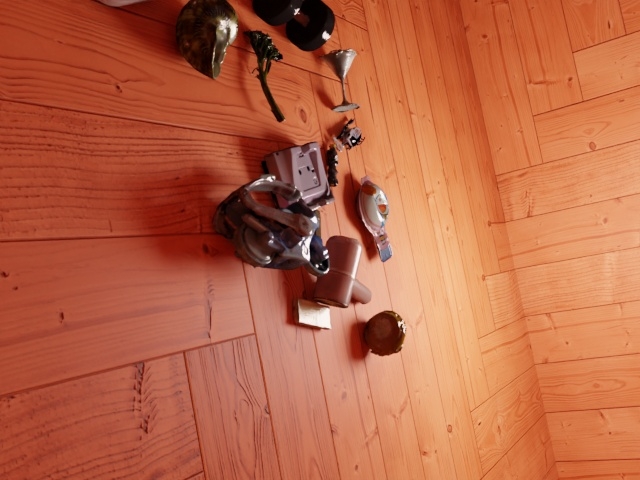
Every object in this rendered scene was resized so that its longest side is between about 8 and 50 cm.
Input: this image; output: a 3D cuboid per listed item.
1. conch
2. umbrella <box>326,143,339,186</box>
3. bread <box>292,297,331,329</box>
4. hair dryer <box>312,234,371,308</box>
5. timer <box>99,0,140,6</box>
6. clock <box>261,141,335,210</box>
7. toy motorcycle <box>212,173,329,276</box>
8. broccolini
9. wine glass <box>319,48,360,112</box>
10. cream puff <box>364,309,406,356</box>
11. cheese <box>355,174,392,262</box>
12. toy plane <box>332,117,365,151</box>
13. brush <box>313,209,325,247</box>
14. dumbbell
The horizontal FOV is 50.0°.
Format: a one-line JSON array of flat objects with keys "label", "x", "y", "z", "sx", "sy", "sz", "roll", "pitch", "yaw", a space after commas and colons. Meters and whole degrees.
[{"label": "conch", "x": -0.271, "y": -0.486, "z": 1.630, "sx": 0.181, "sy": 0.124, "sz": 0.187, "roll": -46, "pitch": 143, "yaw": -65}, {"label": "umbrella", "x": 0.038, "y": -0.232, "z": 2.103, "sx": 0.037, "sy": 0.040, "sz": 0.144, "roll": 24, "pitch": 57, "yaw": -43}, {"label": "bread", "x": -0.023, "y": 0.200, "z": 1.850, "sx": 0.153, "sy": 0.028, "sz": 0.068, "roll": 21, "pitch": 61, "yaw": -53}, {"label": "hair dryer", "x": 0.091, "y": 0.119, "z": 1.999, "sx": 0.344, "sy": 0.106, "sz": 0.189, "roll": 39, "pitch": 61, "yaw": -63}, {"label": "timer", "x": -0.409, "y": -0.628, "z": 1.450, "sx": 0.262, "sy": 0.087, "sz": 0.237, "roll": -35, "pitch": 117, "yaw": -47}, {"label": "clock", "x": -0.052, "y": -0.167, "z": 1.889, "sx": 0.253, "sy": 0.083, "sz": 0.186, "roll": -28, "pitch": 102, "yaw": -58}, {"label": "toy motorcycle", "x": -0.091, "y": -0.042, "z": 1.656, "sx": 0.319, "sy": 0.182, "sz": 0.241, "roll": 13, "pitch": 82, "yaw": -49}, {"label": "broccolini", "x": -0.132, "y": -0.449, "z": 1.888, "sx": 0.123, "sy": 0.062, "sz": 0.271, "roll": -9, "pitch": 80, "yaw": -44}, {"label": "wine glass", "x": 0.068, "y": -0.508, "z": 2.199, "sx": 0.122, "sy": 0.122, "sz": 0.183, "roll": -4, "pitch": 89, "yaw": -59}, {"label": "cream puff", "x": 0.201, "y": 0.283, "z": 2.090, "sx": 0.103, "sy": 0.126, "sz": 0.144, "roll": 43, "pitch": 51, "yaw": -65}, {"label": "cheese", "x": 0.181, "y": -0.072, "z": 2.239, "sx": 0.189, "sy": 0.074, "sz": 0.286, "roll": -26, "pitch": 102, "yaw": -57}, {"label": "toy plane", "x": 0.090, "y": -0.331, "z": 2.219, "sx": 0.078, "sy": 0.053, "sz": 0.197, "roll": 58, "pitch": 34, "yaw": -15}, {"label": "brush", "x": 0.000, "y": 0.000, "z": 1.964, "sx": 0.034, "sy": 0.027, "sz": 0.190, "roll": 27, "pitch": 56, "yaw": -54}, {"label": "dumbbell", "x": -0.075, "y": -0.657, "z": 1.973, "sx": 0.218, "sy": 0.152, "sz": 0.152, "roll": 22, "pitch": 60, "yaw": -53}]
